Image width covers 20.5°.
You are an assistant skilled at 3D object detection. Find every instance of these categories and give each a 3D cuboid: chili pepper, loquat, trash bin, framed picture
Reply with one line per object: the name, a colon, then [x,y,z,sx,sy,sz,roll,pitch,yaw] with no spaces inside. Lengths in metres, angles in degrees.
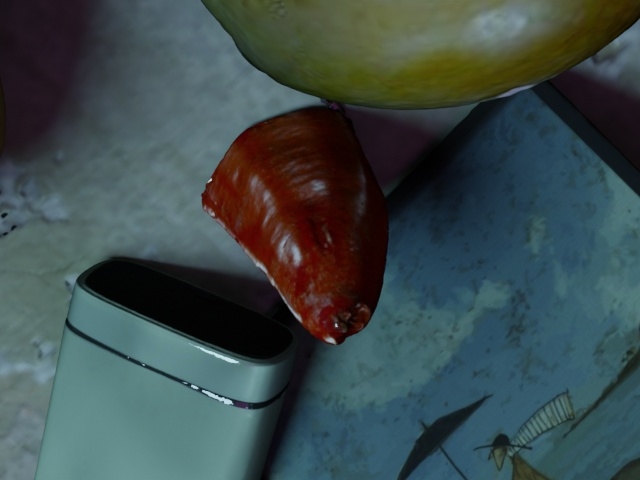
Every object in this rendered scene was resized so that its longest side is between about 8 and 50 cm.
chili pepper: [-0.005,0.000,0.831,0.088,0.169,0.065,-34,118,7]
loquat: [0.049,-0.144,0.773,0.227,0.179,0.179,-13,118,2]
trash bin: [-0.082,0.090,0.897,0.116,0.059,0.130,23,114,16]
framed picture: [0.121,0.115,0.860,0.265,0.347,0.016,-46,156,11]

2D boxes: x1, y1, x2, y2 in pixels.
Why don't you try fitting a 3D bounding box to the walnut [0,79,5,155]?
walnut: [-0.254,-0.060,0.724,0.225,0.225,0.261,-43,116,9]
